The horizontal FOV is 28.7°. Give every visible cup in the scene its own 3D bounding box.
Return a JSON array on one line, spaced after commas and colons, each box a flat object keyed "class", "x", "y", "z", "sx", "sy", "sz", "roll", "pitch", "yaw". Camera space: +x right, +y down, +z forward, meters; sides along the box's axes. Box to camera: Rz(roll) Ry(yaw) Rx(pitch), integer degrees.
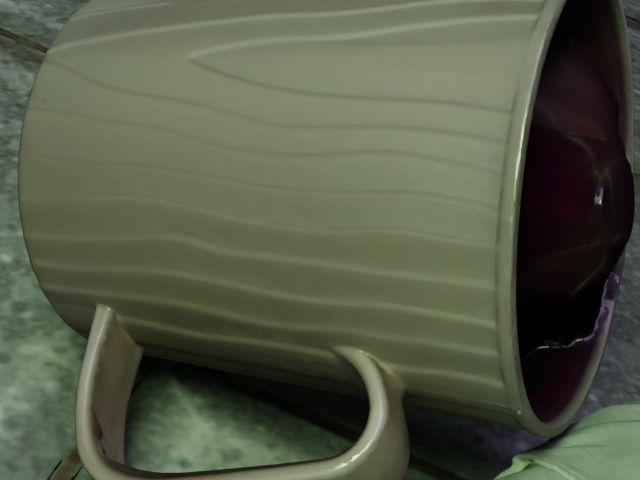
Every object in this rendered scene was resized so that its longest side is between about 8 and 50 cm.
[{"class": "cup", "x": 0.008, "y": 0.002, "z": 0.630, "sx": 0.273, "sy": 0.288, "sz": 0.208, "roll": 6, "pitch": -5, "yaw": 26}]

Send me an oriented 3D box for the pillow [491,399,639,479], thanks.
[{"class": "pillow", "x": 0.154, "y": 0.188, "z": 0.528, "sx": 0.310, "sy": 0.138, "sz": 0.283, "roll": -16, "pitch": 44, "yaw": -42}]
